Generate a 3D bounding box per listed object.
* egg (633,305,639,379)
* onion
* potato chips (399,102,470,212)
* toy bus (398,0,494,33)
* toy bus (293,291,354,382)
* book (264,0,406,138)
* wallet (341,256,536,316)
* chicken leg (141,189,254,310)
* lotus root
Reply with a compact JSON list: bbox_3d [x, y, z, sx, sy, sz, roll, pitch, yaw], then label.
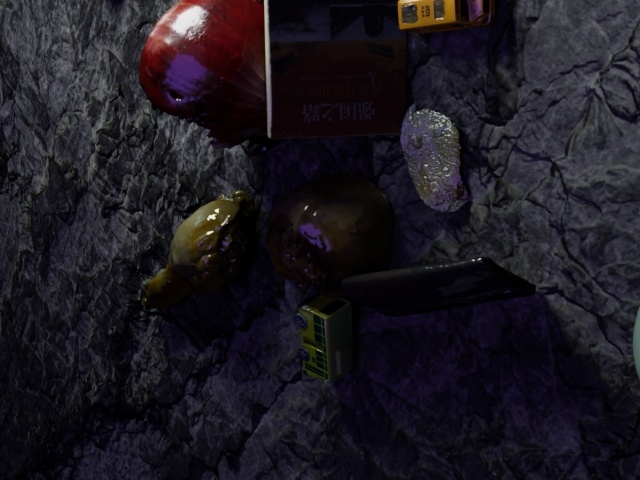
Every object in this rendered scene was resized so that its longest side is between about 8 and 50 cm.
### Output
[{"bbox_3d":[0.587,0.100,1.212,0.276,0.276,0.389,44,125,24],"label":"egg"},{"bbox_3d":[-0.169,-0.328,1.719,0.341,0.341,0.341,11,107,38],"label":"onion"},{"bbox_3d":[0.208,-0.154,1.638,0.142,0.026,0.209,-46,71,30],"label":"potato chips"},{"bbox_3d":[0.214,-0.393,1.547,0.162,0.074,0.069,3,101,41],"label":"toy bus"},{"bbox_3d":[0.012,0.198,1.827,0.101,0.088,0.175,20,126,37],"label":"toy bus"},{"bbox_3d":[0.029,-0.371,1.607,0.028,0.263,0.373,-151,57,-68],"label":"book"},{"bbox_3d":[0.205,0.089,1.614,0.321,0.170,0.044,-11,60,42],"label":"wallet"},{"bbox_3d":[-0.292,0.051,2.053,0.429,0.153,0.201,-38,63,47],"label":"chicken leg"},{"bbox_3d":[0.000,0.000,1.763,0.272,0.192,0.272,14,115,32],"label":"lotus root"}]
